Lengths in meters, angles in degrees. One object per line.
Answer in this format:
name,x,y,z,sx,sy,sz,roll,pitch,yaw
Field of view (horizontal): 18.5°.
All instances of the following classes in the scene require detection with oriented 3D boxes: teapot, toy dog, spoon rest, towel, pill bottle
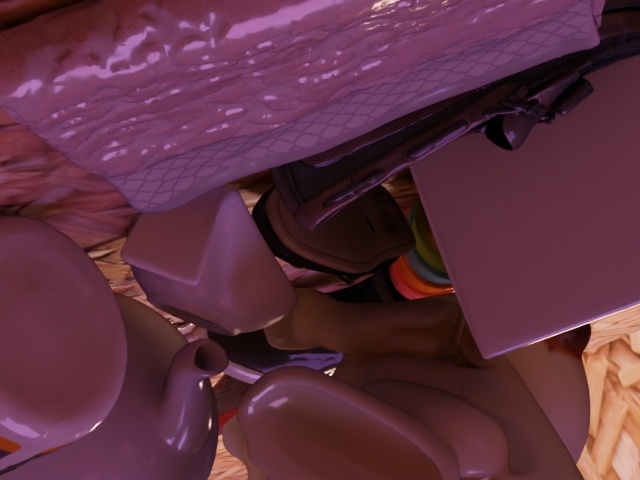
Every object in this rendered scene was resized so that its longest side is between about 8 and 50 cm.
teapot,-0.214,0.125,1.525,0.256,0.252,0.187,-35,139,-9
toy dog,0.108,0.168,1.577,0.395,0.284,0.408,10,-157,9
spoon rest,-0.084,0.010,1.408,0.137,0.084,0.276,20,172,5
towel,0.007,-0.109,1.081,0.332,0.053,0.317,-20,169,3
pill bottle,-0.277,0.101,1.358,0.278,0.162,0.162,-26,167,37

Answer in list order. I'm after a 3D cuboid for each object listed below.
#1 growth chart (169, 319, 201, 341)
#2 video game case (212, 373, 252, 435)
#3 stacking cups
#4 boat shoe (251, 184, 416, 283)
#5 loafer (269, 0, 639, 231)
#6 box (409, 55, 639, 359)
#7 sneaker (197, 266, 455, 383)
growth chart,-0.222,0.114,1.903,0.172,0.021,0.237,-24,169,23
video game case,-0.007,0.134,2.160,0.285,0.025,0.204,-24,-169,24
stacking cups,0.119,-0.004,1.720,0.096,0.096,0.316,-17,172,-7
boat shoe,0.000,0.000,1.530,0.079,0.084,0.233,-27,169,20
loafer,0.094,-0.081,1.278,0.267,0.084,0.096,-19,170,-1
box,0.258,-0.055,1.408,0.345,0.168,0.215,-21,177,11
sneaker,0.031,0.065,1.924,0.296,0.104,0.147,0,143,-24
